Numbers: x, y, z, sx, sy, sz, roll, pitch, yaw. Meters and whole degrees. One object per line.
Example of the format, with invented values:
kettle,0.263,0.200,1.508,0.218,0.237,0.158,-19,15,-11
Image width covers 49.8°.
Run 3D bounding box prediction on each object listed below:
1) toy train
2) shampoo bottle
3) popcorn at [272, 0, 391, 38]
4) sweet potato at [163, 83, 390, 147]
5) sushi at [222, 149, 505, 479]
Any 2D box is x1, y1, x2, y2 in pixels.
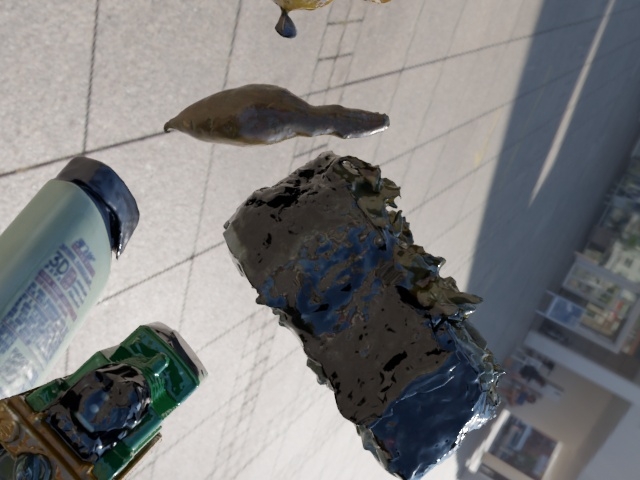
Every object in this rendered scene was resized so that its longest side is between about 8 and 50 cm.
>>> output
toy train,-0.153,0.123,0.493,0.136,0.091,0.228,-44,177,-6
shampoo bottle,-0.286,0.084,0.634,0.134,0.078,0.359,74,33,-46
popcorn,0.018,-0.249,0.480,0.140,0.194,0.163,-50,125,-29
sweet potato,-0.051,-0.144,0.798,0.075,0.269,0.075,180,-90,-88
sushi,0.033,0.043,0.445,0.115,0.212,0.147,-34,174,2
